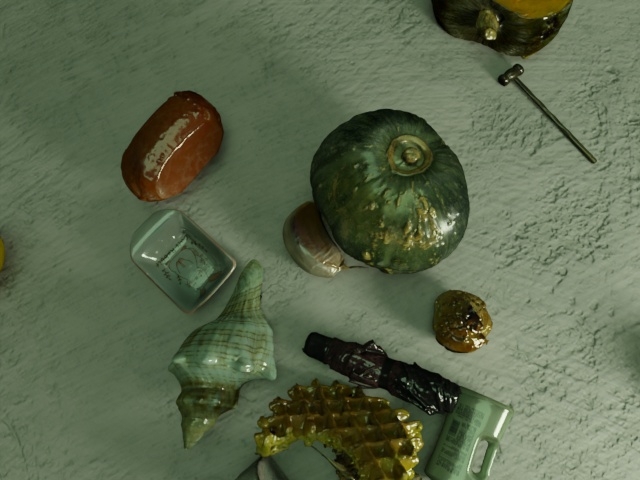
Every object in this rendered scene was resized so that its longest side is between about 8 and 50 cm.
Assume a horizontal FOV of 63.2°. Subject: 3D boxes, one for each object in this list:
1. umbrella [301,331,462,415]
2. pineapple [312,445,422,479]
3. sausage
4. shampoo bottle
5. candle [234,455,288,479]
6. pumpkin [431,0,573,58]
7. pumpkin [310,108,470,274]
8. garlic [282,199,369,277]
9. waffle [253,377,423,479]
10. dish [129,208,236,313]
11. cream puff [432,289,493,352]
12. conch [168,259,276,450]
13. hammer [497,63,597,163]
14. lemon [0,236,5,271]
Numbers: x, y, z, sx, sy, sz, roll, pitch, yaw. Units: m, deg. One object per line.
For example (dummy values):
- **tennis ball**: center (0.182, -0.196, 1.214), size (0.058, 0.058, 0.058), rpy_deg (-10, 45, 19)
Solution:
- **umbrella**: center (0.114, 0.260, 1.037), size (0.326, 0.094, 0.090), rpy_deg (17, 65, 22)
- **pineapple**: center (0.125, 0.497, 0.931), size (0.161, 0.158, 0.335), rpy_deg (-35, 62, 26)
- **sausage**: center (-0.330, -0.205, 1.156), size (0.141, 0.153, 0.268), rpy_deg (31, 80, 33)
- **shampoo bottle**: center (0.276, 0.411, 1.000), size (0.118, 0.087, 0.234), rpy_deg (22, 79, 15)
- **candle**: center (-0.095, 0.481, 0.985), size (0.068, 0.192, 0.168), rpy_deg (-39, 33, -5)
- **pumpkin**: center (0.400, -0.542, 1.195), size (0.317, 0.139, 0.222), rpy_deg (25, 77, 8)
- **pumpkin**: center (0.137, -0.088, 1.043), size (0.291, 0.257, 0.328), rpy_deg (-14, 69, -12)
- **garlic**: center (-0.002, 0.011, 1.119), size (0.128, 0.090, 0.198), rpy_deg (-31, 72, -16)
- **waffle**: center (0.042, 0.354, 0.963), size (0.293, 0.260, 0.069), rpy_deg (16, 109, 21)
- **dish**: center (-0.306, 0.038, 1.142), size (0.234, 0.064, 0.154), rpy_deg (42, 83, 11)
- **cream puff**: center (0.286, 0.162, 1.055), size (0.119, 0.104, 0.133), rpy_deg (-18, 75, 6)
- **conch**: center (-0.180, 0.226, 1.041), size (0.203, 0.169, 0.386), rpy_deg (29, 81, -16)
- **hammer**: center (0.522, -0.284, 1.184), size (0.058, 0.029, 0.292), rpy_deg (-37, 79, -3)
- **lemon**: center (-0.792, 0.048, 1.115), size (0.187, 0.187, 0.244), rpy_deg (43, 78, 12)
